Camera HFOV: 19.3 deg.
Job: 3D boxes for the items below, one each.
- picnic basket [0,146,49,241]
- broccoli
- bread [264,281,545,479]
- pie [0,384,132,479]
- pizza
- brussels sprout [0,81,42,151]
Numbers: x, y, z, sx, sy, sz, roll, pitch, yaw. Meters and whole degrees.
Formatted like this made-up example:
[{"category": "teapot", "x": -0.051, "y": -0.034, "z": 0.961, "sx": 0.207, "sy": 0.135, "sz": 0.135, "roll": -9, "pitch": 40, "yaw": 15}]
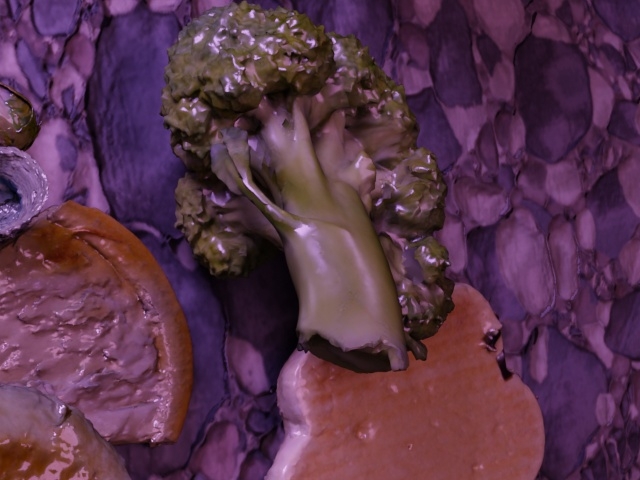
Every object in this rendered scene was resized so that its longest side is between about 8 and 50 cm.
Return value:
[{"category": "picnic basket", "x": -0.215, "y": -0.024, "z": 1.214, "sx": 0.065, "sy": 0.083, "sz": 0.083, "roll": 61, "pitch": 1, "yaw": 14}, {"category": "broccoli", "x": -0.009, "y": -0.002, "z": 1.328, "sx": 0.254, "sy": 0.186, "sz": 0.302, "roll": 37, "pitch": 40, "yaw": -59}, {"category": "bread", "x": 0.070, "y": 0.176, "z": 1.472, "sx": 0.316, "sy": 0.054, "sz": 0.316, "roll": 7, "pitch": 79, "yaw": -43}, {"category": "pie", "x": -0.224, "y": 0.243, "z": 1.163, "sx": 0.306, "sy": 0.071, "sz": 0.306, "roll": 2, "pitch": 87, "yaw": -39}, {"category": "pizza", "x": -0.190, "y": 0.068, "z": 1.255, "sx": 0.262, "sy": 0.034, "sz": 0.181, "roll": -10, "pitch": 92, "yaw": -43}, {"category": "brussels sprout", "x": -0.225, "y": -0.078, "z": 1.233, "sx": 0.083, "sy": 0.046, "sz": 0.051, "roll": -8, "pitch": 83, "yaw": -43}]
